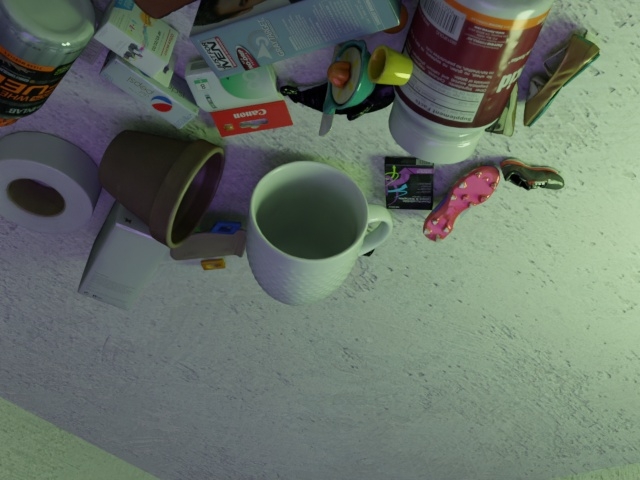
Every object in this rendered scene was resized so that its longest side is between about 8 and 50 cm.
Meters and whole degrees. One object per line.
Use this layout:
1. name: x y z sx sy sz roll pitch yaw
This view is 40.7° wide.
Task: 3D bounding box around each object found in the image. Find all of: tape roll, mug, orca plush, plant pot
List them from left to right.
1. tape roll: -0.700 -0.141 2.168 0.286 0.100 0.286 6 143 4
2. plant pot: -0.383 -0.142 2.013 0.229 0.263 0.263 25 143 7
3. mug: 0.000 0.000 2.105 0.374 0.276 0.328 -13 153 -16
4. orca plush: 0.056 -0.303 1.811 0.287 0.102 0.151 3 142 7

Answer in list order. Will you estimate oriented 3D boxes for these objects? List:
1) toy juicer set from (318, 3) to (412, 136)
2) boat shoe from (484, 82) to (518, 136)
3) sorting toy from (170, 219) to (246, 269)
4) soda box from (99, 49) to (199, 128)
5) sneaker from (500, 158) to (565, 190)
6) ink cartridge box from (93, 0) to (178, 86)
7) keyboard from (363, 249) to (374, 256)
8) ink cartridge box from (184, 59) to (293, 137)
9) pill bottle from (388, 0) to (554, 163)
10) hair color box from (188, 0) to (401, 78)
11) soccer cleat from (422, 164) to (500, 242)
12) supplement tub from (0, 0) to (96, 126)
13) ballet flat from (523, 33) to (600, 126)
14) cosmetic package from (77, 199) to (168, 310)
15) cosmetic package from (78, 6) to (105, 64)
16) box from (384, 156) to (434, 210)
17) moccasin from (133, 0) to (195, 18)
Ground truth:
1. toy juicer set: 0.056 -0.350 1.661 0.090 0.209 0.329 9 164 -26
2. boat shoe: 0.365 -0.296 1.779 0.074 0.080 0.223 -4 145 8
3. sorting toy: -0.296 0.001 2.275 0.196 0.047 0.347 -1 159 -12
4. soda box: -0.364 -0.338 1.871 0.216 0.073 0.069 34 135 -29
5. sneaker: 0.484 -0.134 1.973 0.158 0.064 0.061 14 142 -6
6. ink cartridge box: -0.358 -0.407 1.757 0.181 0.104 0.062 33 136 -29
7. keyboard: 0.046 0.019 2.277 0.192 0.038 0.100 11 142 -2
8. ink cartridge box: -0.173 -0.304 1.886 0.181 0.056 0.224 -7 138 12
9. pill bottle: 0.265 -0.342 1.608 0.224 0.224 0.392 12 139 -4
10. hair color box: -0.041 -0.441 1.585 0.375 0.185 0.113 -12 138 24
11. soccer cleat: 0.331 -0.097 2.052 0.083 0.095 0.248 35 120 -8
12. supplement tub: -0.616 -0.385 1.753 0.207 0.207 0.338 29 138 -24
13. ballet flat: 0.467 -0.325 1.744 0.073 0.080 0.232 42 135 3
14. cosmetic package: -0.492 0.002 2.234 0.155 0.196 0.365 23 141 -18
15. cosmetic package: -0.475 -0.426 1.807 0.060 0.041 0.115 30 137 -24
16. box: 0.212 -0.133 2.057 0.116 0.029 0.162 2 143 9
17. moccasin: -0.214 -0.532 1.560 0.380 0.139 0.147 -9 148 36
